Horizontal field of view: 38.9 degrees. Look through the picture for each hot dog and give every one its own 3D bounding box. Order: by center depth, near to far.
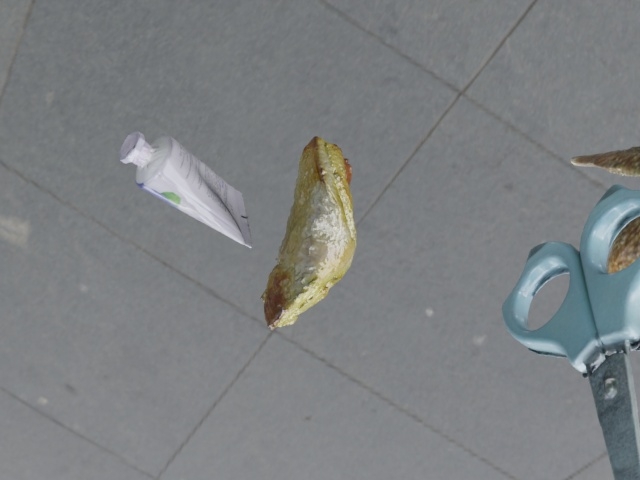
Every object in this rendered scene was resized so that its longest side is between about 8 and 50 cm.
[{"bbox_3d":[0.000,0.000,0.773,0.061,0.078,0.169,11,99,-29],"label":"hot dog"}]

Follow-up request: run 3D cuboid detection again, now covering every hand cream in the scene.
[{"bbox_3d":[-0.121,-0.051,0.831,0.053,0.084,0.142,-39,128,21],"label":"hand cream"}]

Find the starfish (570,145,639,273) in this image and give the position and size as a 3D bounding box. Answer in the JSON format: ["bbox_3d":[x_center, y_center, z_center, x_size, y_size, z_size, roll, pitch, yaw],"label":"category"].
[{"bbox_3d":[0.485,-0.058,1.022,0.398,0.384,0.132,-24,105,9],"label":"starfish"}]

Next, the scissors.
[{"bbox_3d":[0.219,0.100,0.682,0.029,0.360,0.191,31,127,-22],"label":"scissors"}]
